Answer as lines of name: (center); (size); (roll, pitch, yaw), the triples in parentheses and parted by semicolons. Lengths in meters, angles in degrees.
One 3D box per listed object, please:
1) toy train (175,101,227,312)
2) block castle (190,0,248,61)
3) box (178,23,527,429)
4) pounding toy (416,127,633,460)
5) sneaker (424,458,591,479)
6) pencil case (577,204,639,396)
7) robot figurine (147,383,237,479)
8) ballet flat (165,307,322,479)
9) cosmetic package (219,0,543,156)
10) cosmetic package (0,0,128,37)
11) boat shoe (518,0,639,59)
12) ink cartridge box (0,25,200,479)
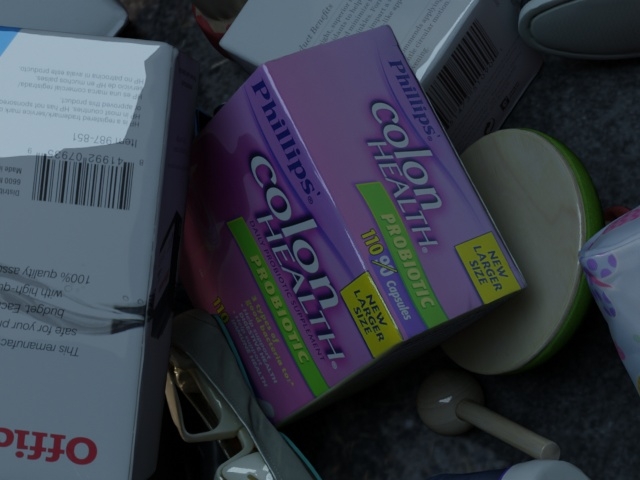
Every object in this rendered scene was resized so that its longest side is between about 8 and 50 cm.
toy train: (-0.091, -0.027, 1.426); (0.105, 0.080, 0.184); (-17, 64, 24)
block castle: (-0.133, -0.391, 1.511); (0.453, 0.213, 0.303); (38, 89, 30)
box: (0.000, 0.000, 1.241); (0.243, 0.117, 0.213); (-39, 75, 55)
pounding toy: (0.167, 0.040, 1.263); (0.183, 0.110, 0.236); (8, 90, 56)
sneaker: (0.126, 0.321, 1.184); (0.236, 0.130, 0.322); (-26, 82, 42)
pencil case: (0.278, 0.094, 1.127); (0.124, 0.113, 0.273); (-29, 94, -13)
robot figurine: (-0.179, 0.193, 1.318); (0.209, 0.174, 0.278); (-39, 51, 48)
ballet flat: (-0.062, 0.149, 1.243); (0.068, 0.072, 0.213); (-23, 72, -28)
cosmetic package: (0.051, -0.153, 1.368); (0.184, 0.151, 0.151); (32, 84, 30)
cosmetic package: (-0.408, -0.201, 1.398); (0.394, 0.329, 0.327); (43, 90, -9)
boat shoe: (0.298, -0.217, 1.308); (0.303, 0.114, 0.091); (-9, 63, 3)
ink cartridge box: (-0.215, 0.010, 1.181); (0.223, 0.129, 0.307); (6, 91, 4)
